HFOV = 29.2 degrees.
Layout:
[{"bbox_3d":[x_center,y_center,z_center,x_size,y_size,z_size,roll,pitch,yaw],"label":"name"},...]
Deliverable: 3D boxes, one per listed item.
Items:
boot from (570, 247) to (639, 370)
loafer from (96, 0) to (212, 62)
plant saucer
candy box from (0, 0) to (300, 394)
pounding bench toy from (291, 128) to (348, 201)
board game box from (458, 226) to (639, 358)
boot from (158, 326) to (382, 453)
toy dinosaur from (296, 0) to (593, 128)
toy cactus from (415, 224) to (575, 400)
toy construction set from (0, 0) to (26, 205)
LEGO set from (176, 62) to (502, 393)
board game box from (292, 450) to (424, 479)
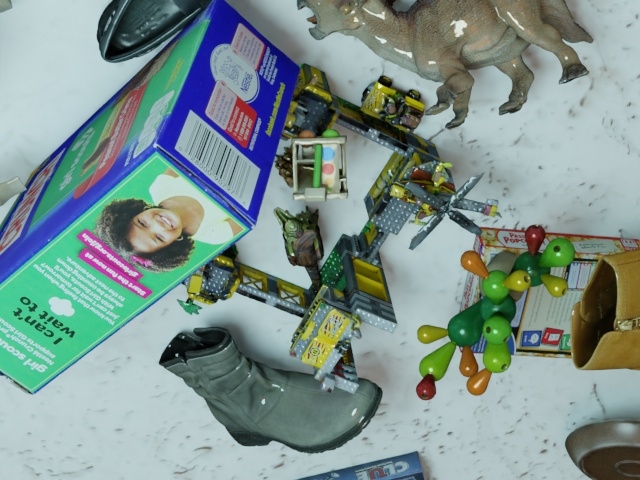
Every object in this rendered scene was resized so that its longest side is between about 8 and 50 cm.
[{"bbox_3d":[0.376,0.125,1.396,0.211,0.104,0.295,-13,120,-21],"label":"boot"},{"bbox_3d":[-0.129,-0.246,1.170,0.223,0.078,0.076,-37,117,24],"label":"loafer"},{"bbox_3d":[0.384,0.269,1.508,0.168,0.029,0.168,9,148,6],"label":"plant saucer"},{"bbox_3d":[-0.182,-0.042,1.152,0.122,0.268,0.317,40,122,-20],"label":"candy box"},{"bbox_3d":[-0.001,-0.071,1.154,0.052,0.083,0.065,-1,97,2],"label":"pounding bench toy"},{"bbox_3d":[0.264,0.065,1.418,0.194,0.045,0.146,5,118,-8],"label":"board game box"},{"bbox_3d":[-0.065,0.159,1.364,0.246,0.083,0.161,-12,130,42],"label":"boot"},{"bbox_3d":[0.145,-0.225,1.211,0.296,0.127,0.200,-15,84,-16],"label":"toy dinosaur"},{"bbox_3d":[0.175,0.059,1.280,0.112,0.180,0.219,32,115,-1],"label":"toy cactus"},{"bbox_3d":[-0.359,-0.161,1.136,0.237,0.257,0.309,-25,126,-5],"label":"toy construction set"},{"bbox_3d":[0.000,0.000,1.271,0.255,0.192,0.331,31,111,-20],"label":"LEGO set"},{"bbox_3d":[0.024,0.369,1.567,0.243,0.042,0.165,-14,119,2],"label":"board game box"}]
